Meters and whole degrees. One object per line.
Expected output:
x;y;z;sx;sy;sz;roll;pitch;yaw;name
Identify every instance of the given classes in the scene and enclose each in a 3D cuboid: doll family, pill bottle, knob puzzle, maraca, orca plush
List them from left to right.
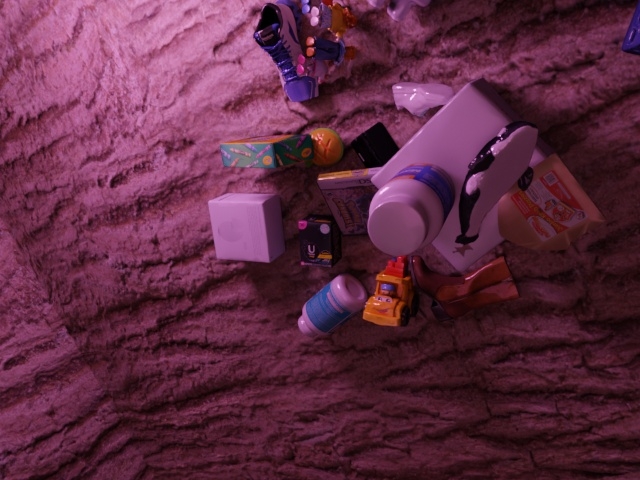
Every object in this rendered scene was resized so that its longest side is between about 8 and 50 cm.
-0.005;-0.301;1.565;0.186;0.099;0.127;-5;107;38;maraca
0.035;0.244;1.718;0.146;0.146;0.264;48;119;1;pill bottle
0.036;-0.593;1.411;0.118;0.163;0.262;30;121;45;doll family
0.191;-0.068;1.012;0.153;0.272;0.152;8;112;21;pill bottle
0.362;-0.132;1.035;0.151;0.102;0.287;-4;125;-11;orca plush
0.473;-0.064;1.032;0.213;0.030;0.212;13;113;32;knob puzzle

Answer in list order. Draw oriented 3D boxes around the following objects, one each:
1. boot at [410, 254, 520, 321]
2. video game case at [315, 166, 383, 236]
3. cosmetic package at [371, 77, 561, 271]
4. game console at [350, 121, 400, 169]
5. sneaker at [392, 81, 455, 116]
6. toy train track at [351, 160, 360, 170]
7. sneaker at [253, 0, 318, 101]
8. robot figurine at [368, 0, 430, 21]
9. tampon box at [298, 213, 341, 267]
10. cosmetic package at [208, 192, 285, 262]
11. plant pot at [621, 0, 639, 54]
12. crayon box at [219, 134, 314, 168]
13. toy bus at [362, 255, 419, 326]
0.452;0.117;1.521;0.281;0.096;0.264;-26;97;28;boot
0.146;-0.116;1.526;0.249;0.035;0.274;-3;139;24;video game case
0.400;-0.189;1.260;0.329;0.394;0.327;46;119;1;cosmetic package
0.175;-0.297;1.536;0.122;0.071;0.107;56;149;-3;game console
0.301;-0.402;1.388;0.212;0.080;0.094;28;137;46;sneaker
0.134;-0.229;1.579;0.083;0.014;0.048;49;127;7;toy train track
-0.122;-0.578;1.464;0.128;0.182;0.315;-8;105;27;sneaker
0.254;-0.755;1.225;0.300;0.199;0.353;23;121;-21;robot figurine
0.000;0.000;1.668;0.121;0.101;0.160;4;110;21;tampon box
-0.263;-0.050;1.743;0.225;0.138;0.223;4;110;24;cosmetic package
0.846;-0.514;1.053;0.236;0.212;0.235;19;116;16;plant pot
-0.177;-0.290;1.552;0.279;0.165;0.081;10;115;44;crayon box
0.238;0.157;1.564;0.150;0.220;0.211;10;106;25;toy bus
